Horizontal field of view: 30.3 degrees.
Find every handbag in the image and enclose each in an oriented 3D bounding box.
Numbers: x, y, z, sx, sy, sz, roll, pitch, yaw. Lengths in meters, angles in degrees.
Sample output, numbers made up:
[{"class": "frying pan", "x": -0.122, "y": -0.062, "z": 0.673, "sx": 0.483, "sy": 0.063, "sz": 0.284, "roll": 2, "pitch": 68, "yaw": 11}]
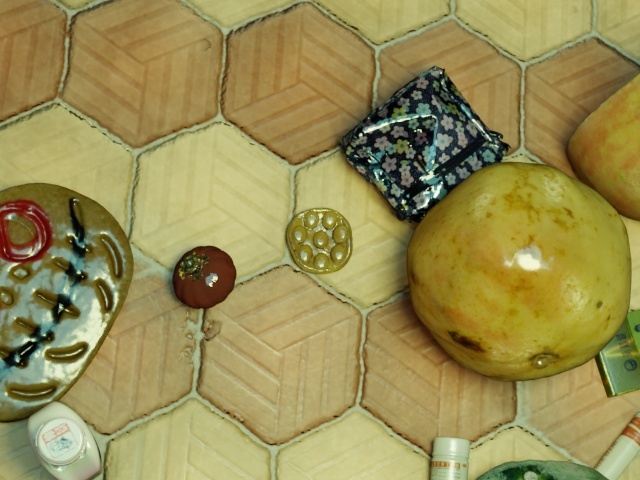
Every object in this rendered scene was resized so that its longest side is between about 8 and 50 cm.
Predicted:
[{"class": "handbag", "x": 0.168, "y": -0.141, "z": 1.851, "sx": 0.228, "sy": 0.127, "sz": 0.208, "roll": -38, "pitch": 90, "yaw": -16}]

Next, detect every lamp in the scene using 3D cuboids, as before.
[{"class": "lamp", "x": -0.175, "y": 0.055, "z": 1.770, "sx": 0.101, "sy": 0.090, "sz": 0.101, "roll": -12, "pitch": 52, "yaw": 16}]

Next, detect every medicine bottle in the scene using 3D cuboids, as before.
[{"class": "medicine bottle", "x": 0.193, "y": 0.342, "z": 1.766, "sx": 0.057, "sy": 0.057, "sz": 0.089, "roll": 9, "pitch": 75, "yaw": -6}, {"class": "medicine bottle", "x": -0.350, "y": 0.280, "z": 1.617, "sx": 0.078, "sy": 0.219, "sz": 0.115, "roll": -32, "pitch": 84, "yaw": -15}]

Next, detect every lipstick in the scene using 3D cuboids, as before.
[{"class": "lipstick", "x": 0.468, "y": 0.324, "z": 1.820, "sx": 0.038, "sy": 0.038, "sz": 0.131, "roll": 42, "pitch": 74, "yaw": 4}]

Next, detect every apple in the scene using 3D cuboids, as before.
[{"class": "apple", "x": 0.559, "y": -0.165, "z": 1.822, "sx": 0.314, "sy": 0.309, "sz": 0.252, "roll": 21, "pitch": 74, "yaw": 0}]

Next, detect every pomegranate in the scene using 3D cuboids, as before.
[{"class": "pomegranate", "x": 0.281, "y": 0.038, "z": 1.739, "sx": 0.342, "sy": 0.342, "sz": 0.343, "roll": 2, "pitch": 75, "yaw": -8}]

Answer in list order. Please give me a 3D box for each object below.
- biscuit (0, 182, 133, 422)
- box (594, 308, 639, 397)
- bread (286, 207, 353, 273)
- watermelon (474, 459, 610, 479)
[{"class": "biscuit", "x": -0.459, "y": 0.077, "z": 1.736, "sx": 0.314, "sy": 0.063, "sz": 0.367, "roll": 29, "pitch": 74, "yaw": -1}, {"class": "box", "x": 0.528, "y": 0.167, "z": 1.876, "sx": 0.193, "sy": 0.030, "sz": 0.121, "roll": -14, "pitch": 78, "yaw": -12}, {"class": "bread", "x": 0.000, "y": 0.000, "z": 1.842, "sx": 0.110, "sy": 0.024, "sz": 0.110, "roll": 2, "pitch": 75, "yaw": -7}, {"class": "watermelon", "x": 0.332, "y": 0.418, "z": 1.681, "sx": 0.321, "sy": 0.188, "sz": 0.175, "roll": -14, "pitch": 104, "yaw": -14}]
